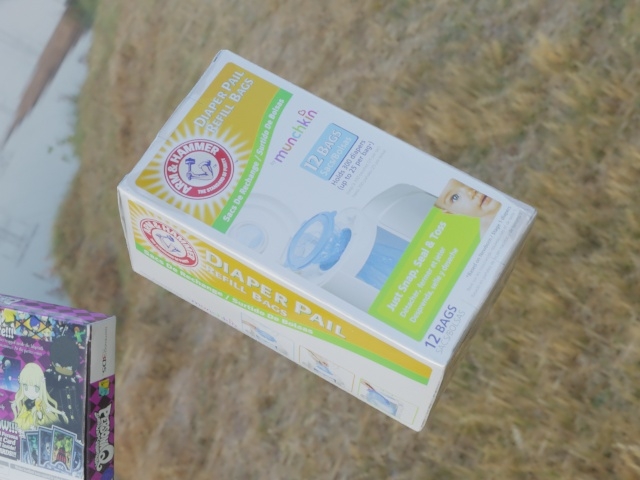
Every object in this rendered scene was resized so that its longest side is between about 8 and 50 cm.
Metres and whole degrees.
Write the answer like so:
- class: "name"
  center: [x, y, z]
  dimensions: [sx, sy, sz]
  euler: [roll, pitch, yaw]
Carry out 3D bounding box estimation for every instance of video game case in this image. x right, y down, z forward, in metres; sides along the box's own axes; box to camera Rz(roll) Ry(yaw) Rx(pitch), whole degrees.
- class: "video game case"
  center: [-0.275, 0.150, 1.023]
  dimensions: [0.232, 0.042, 0.210]
  euler: [8, 102, 29]

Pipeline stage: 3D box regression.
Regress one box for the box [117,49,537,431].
- class: "box"
  center: [0.000, 0.000, 0.687]
  dimensions: [0.114, 0.203, 0.103]
  euler: [-56, -12, -25]
